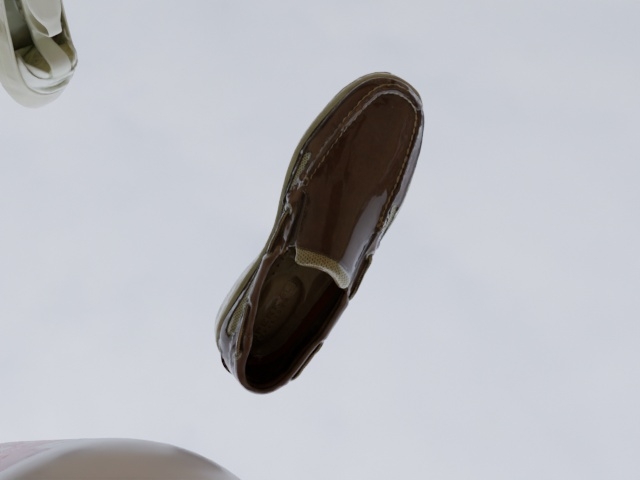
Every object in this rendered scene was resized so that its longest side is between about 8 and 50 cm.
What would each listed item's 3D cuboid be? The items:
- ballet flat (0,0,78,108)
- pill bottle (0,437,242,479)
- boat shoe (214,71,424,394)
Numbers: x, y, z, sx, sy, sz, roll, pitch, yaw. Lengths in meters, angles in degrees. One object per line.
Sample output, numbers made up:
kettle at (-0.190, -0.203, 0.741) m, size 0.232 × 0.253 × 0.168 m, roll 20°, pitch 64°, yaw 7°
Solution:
ballet flat at (-0.286, -0.210, 0.773) m, size 0.086 × 0.248 × 0.086 m, roll 3°, pitch -126°, yaw -4°
pill bottle at (-0.149, 0.231, 0.445) m, size 0.229 × 0.408 × 0.229 m, roll 10°, pitch -108°, yaw -31°
boat shoe at (0.007, 0.003, 0.565) m, size 0.095 × 0.257 × 0.095 m, roll 22°, pitch -165°, yaw -17°
